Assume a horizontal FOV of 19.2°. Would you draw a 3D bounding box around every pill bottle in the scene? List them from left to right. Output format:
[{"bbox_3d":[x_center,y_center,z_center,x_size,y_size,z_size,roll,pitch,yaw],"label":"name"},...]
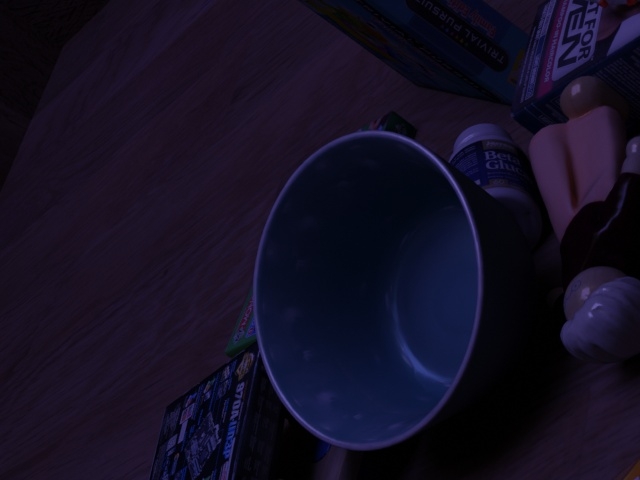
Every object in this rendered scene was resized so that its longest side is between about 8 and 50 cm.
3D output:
[{"bbox_3d":[0.184,-0.056,2.036,0.094,0.094,0.169,-46,24,24],"label":"pill bottle"}]

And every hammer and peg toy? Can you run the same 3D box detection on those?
[{"bbox_3d":[-0.017,0.200,2.048,0.266,0.127,0.361,-31,32,48],"label":"hammer and peg toy"}]

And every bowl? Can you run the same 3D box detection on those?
[{"bbox_3d":[0.095,0.052,1.883,0.311,0.163,0.312,-5,83,46],"label":"bowl"}]

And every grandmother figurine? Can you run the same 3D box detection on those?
[{"bbox_3d":[0.257,-0.003,1.788,0.342,0.104,0.208,-87,6,-54],"label":"grandmother figurine"}]

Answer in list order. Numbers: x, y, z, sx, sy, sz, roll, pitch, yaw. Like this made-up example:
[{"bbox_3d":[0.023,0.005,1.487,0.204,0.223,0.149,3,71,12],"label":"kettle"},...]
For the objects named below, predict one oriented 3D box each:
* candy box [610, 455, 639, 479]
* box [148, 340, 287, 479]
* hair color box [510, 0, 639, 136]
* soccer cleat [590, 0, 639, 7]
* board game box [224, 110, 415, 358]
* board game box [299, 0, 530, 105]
[{"bbox_3d":[0.227,0.289,1.450,0.316,0.087,0.183,-44,24,27],"label":"candy box"},{"bbox_3d":[-0.111,0.227,1.964,0.175,0.051,0.220,-38,28,35],"label":"box"},{"bbox_3d":[0.355,-0.230,1.911,0.347,0.105,0.174,-31,32,46],"label":"hair color box"},{"bbox_3d":[0.327,-0.284,1.824,0.196,0.068,0.076,-24,26,49],"label":"soccer cleat"},{"bbox_3d":[0.000,0.000,2.418,0.213,0.046,0.317,-27,35,53],"label":"board game box"},{"bbox_3d":[0.104,-0.273,2.305,0.079,0.253,0.336,-58,21,-2],"label":"board game box"}]
